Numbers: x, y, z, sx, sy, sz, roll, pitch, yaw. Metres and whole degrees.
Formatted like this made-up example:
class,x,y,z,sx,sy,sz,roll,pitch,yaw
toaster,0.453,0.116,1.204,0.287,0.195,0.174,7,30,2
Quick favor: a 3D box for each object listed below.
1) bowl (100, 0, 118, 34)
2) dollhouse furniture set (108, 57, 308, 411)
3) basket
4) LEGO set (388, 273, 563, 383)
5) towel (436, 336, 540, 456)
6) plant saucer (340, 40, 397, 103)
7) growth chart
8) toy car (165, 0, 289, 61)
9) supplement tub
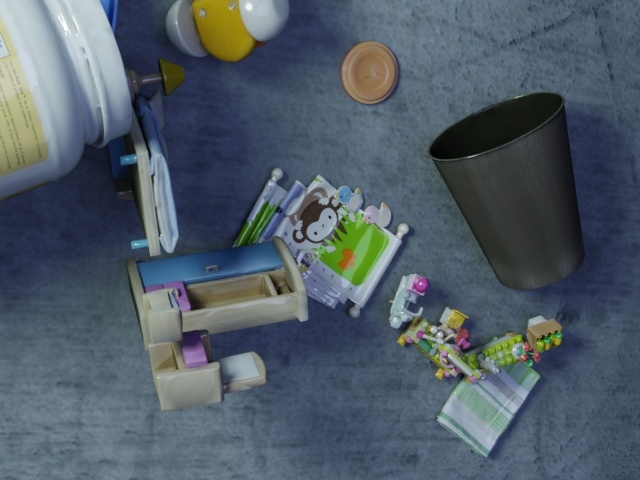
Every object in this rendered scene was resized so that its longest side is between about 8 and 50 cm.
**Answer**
class,x,y,z,sx,sy,sz,roll,pitch,yaw
bowl,-0.417,-0.273,1.236,0.391,0.077,0.391,-8,107,-26
dollhouse furniture set,-0.120,-0.027,1.288,0.198,0.286,0.303,-10,122,-12
basket,0.272,-0.059,1.578,0.204,0.154,0.227,-29,114,-17
LEGO set,0.230,0.146,1.602,0.287,0.107,0.132,18,88,-23
towel,0.250,0.232,1.687,0.113,0.023,0.152,41,81,-26
plant saucer,0.066,-0.223,1.522,0.083,0.013,0.083,-5,101,-24
growth chart,0.000,0.000,1.529,0.237,0.021,0.172,25,87,-27
toy car,-0.107,-0.311,1.368,0.136,0.159,0.182,-39,118,-52
supplement tub,-0.376,-0.140,1.110,0.331,0.241,0.241,-24,109,-21
